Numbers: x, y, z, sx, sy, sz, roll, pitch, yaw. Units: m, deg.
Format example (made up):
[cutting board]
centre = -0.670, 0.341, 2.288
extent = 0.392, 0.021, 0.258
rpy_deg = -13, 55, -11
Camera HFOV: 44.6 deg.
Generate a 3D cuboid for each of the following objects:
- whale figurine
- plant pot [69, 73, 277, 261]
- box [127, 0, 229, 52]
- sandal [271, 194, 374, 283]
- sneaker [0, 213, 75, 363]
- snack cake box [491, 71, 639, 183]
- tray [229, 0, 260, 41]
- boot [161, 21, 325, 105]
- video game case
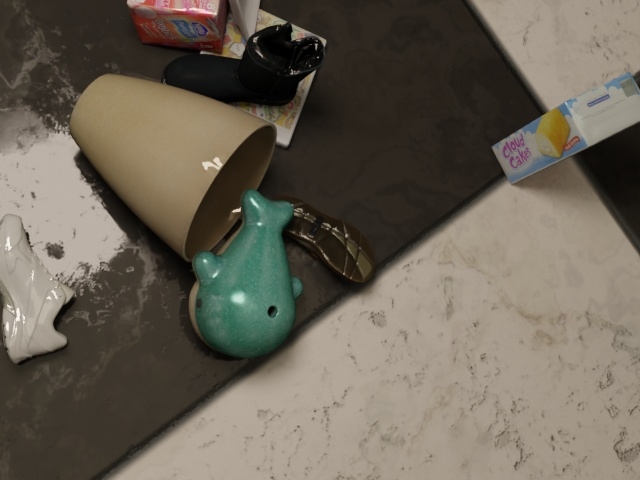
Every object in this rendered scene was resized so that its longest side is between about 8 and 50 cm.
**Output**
[whale figurine]
centre = -0.102, 0.057, 1.265
extent = 0.216, 0.141, 0.272
rpy_deg = 21, 83, -36
[plant pot]
centre = -0.254, -0.144, 1.253
extent = 0.274, 0.256, 0.256
rpy_deg = 31, 72, 8
[box]
centre = -0.224, -0.496, 1.347
extent = 0.154, 0.142, 0.300
rpy_deg = 6, 77, -1
[sandal]
centre = 0.000, 0.000, 1.381
extent = 0.219, 0.060, 0.090
rpy_deg = 29, 67, 6
[sneaker]
centre = -0.450, 0.070, 1.229
extent = 0.115, 0.090, 0.232
rpy_deg = -8, 91, -24
[snack cake box]
centre = 0.452, -0.199, 1.433
extent = 0.152, 0.264, 0.089
rpy_deg = -26, 87, -19
[tray]
centre = -0.127, -0.496, 1.378
extent = 0.030, 0.145, 0.270
rpy_deg = 4, 69, 6
[boot]
centre = -0.132, -0.291, 1.288
extent = 0.246, 0.207, 0.094
rpy_deg = 2, 80, -15
[video game case]
centre = -0.118, -0.307, 1.417
extent = 0.206, 0.026, 0.227
rpy_deg = 22, 74, -11
